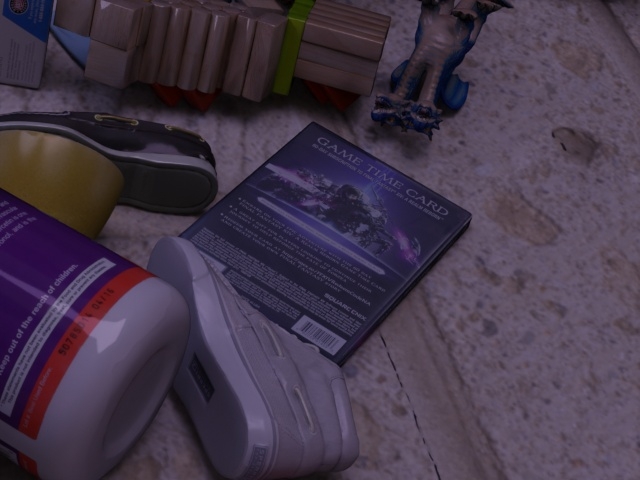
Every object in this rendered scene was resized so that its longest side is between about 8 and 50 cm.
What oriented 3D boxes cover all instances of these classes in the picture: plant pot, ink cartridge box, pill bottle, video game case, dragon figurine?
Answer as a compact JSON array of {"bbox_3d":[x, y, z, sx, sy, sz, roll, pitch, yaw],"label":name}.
[{"bbox_3d":[-0.249,-0.023,1.427,0.134,0.134,0.095,13,67,-5],"label":"plant pot"},{"bbox_3d":[-0.379,-0.239,1.590,0.231,0.134,0.078,9,43,-10],"label":"ink cartridge box"},{"bbox_3d":[-0.276,0.048,1.285,0.323,0.181,0.181,29,43,12],"label":"pill bottle"},{"bbox_3d":[0.000,0.000,1.547,0.196,0.026,0.274,31,43,15],"label":"video game case"},{"bbox_3d":[0.128,-0.199,1.754,0.085,0.144,0.289,23,23,9],"label":"dragon figurine"}]

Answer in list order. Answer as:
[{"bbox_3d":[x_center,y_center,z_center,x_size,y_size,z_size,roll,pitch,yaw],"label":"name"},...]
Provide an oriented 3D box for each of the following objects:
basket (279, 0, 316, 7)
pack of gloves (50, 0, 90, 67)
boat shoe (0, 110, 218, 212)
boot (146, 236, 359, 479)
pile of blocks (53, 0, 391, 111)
[{"bbox_3d":[-0.019,-0.446,1.792,0.223,0.213,0.299,39,78,17],"label":"basket"},{"bbox_3d":[-0.206,-0.262,1.740,0.195,0.046,0.232,-22,55,-34],"label":"pack of gloves"},{"bbox_3d":[-0.209,-0.082,1.527,0.227,0.081,0.069,12,39,-17],"label":"boat shoe"},{"bbox_3d":[-0.059,0.102,1.387,0.123,0.095,0.258,6,42,-35],"label":"boot"},{"bbox_3d":[-0.101,-0.194,1.669,0.362,0.113,0.149,5,25,-20],"label":"pile of blocks"}]
